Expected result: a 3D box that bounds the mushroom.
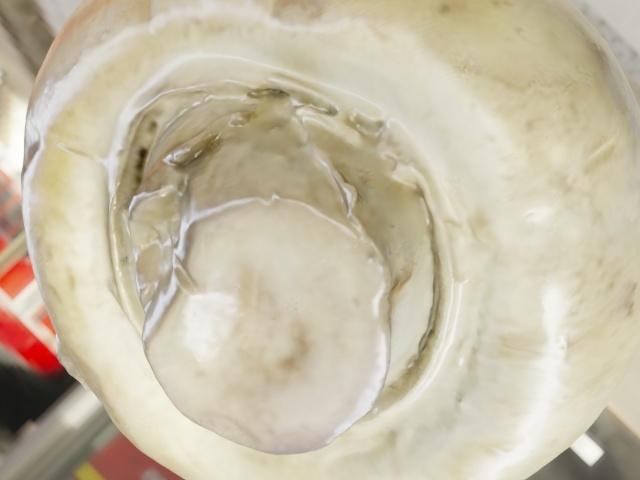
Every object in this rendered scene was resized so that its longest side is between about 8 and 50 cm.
[{"bbox_3d":[0.000,0.000,0.629,0.255,0.255,0.184,48,-153,-16],"label":"mushroom"}]
